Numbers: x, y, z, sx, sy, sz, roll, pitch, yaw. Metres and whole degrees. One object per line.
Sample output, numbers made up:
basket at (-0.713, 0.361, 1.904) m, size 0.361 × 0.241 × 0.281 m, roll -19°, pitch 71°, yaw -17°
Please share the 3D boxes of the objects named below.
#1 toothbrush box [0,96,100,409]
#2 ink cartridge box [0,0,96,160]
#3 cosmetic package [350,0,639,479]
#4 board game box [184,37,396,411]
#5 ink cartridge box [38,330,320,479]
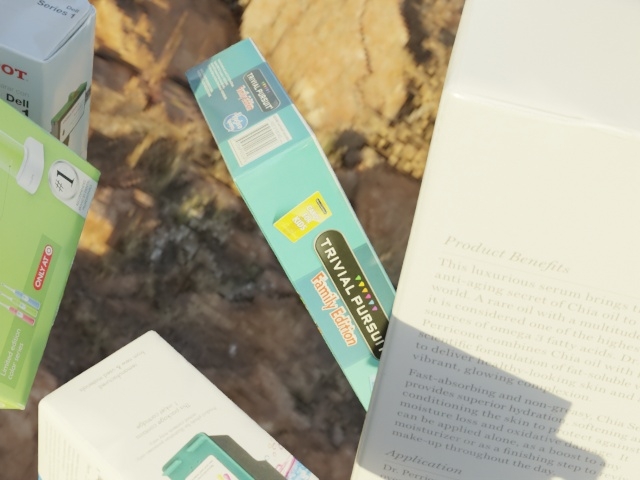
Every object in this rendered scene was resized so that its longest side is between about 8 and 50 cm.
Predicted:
toothbrush box at (-0.314, -0.024, 0.844) m, size 0.283 × 0.122 × 0.206 m, roll 41°, pitch 53°, yaw -47°
ink cartridge box at (-0.294, -0.129, 1.063) m, size 0.160 × 0.219 × 0.092 m, roll 22°, pitch 47°, yaw 7°
cosmetic package at (0.166, 0.053, 0.866) m, size 0.230 × 0.453 × 0.161 m, roll 14°, pitch 44°, yaw 3°
board game box at (0.000, 0.000, 1.142) m, size 0.336 × 0.079 × 0.254 m, roll 61°, pitch 0°, yaw -32°
ink cartridge box at (-0.041, 0.171, 0.597) m, size 0.231 × 0.134 × 0.078 m, roll 38°, pitch 49°, yaw 24°
